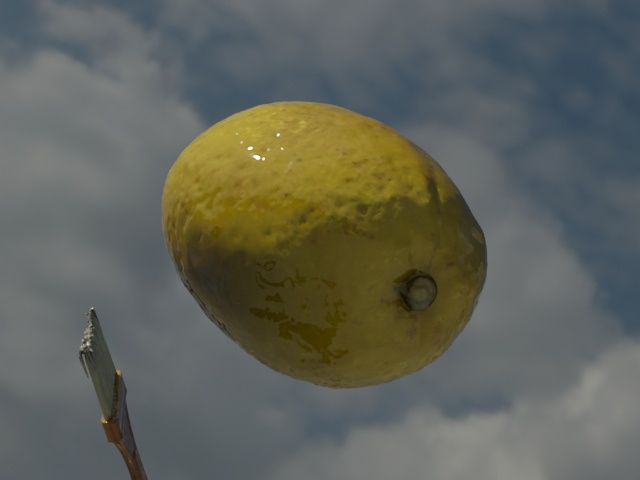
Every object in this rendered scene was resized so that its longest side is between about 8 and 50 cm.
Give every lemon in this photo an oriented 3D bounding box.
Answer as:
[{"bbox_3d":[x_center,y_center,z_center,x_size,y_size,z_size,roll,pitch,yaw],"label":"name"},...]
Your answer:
[{"bbox_3d":[0.000,0.000,1.138,0.207,0.170,0.170,30,-18,40],"label":"lemon"}]

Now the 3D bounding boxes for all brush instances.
[{"bbox_3d":[-0.149,0.208,1.598,0.017,0.090,0.314,-13,-66,4],"label":"brush"}]
